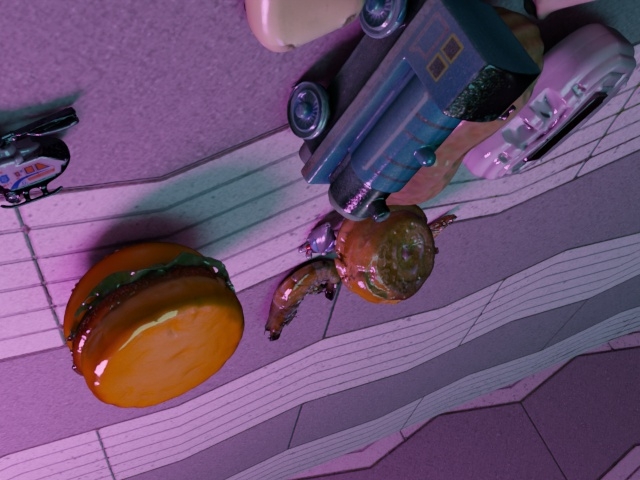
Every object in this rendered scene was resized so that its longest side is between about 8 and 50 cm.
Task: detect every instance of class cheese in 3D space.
[{"bbox_3d":[-0.020,-0.280,0.666,0.127,0.054,0.251,-27,153,-9],"label":"cheese"}]

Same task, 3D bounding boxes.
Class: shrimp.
[{"bbox_3d":[-0.029,0.109,1.364,0.150,0.051,0.217,-15,148,-38],"label":"shrimp"},{"bbox_3d":[0.187,-0.017,1.361,0.127,0.025,0.091,-32,152,16],"label":"shrimp"}]

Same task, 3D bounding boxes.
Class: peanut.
[{"bbox_3d":[0.155,-0.158,0.956,0.153,0.140,0.325,-32,165,-41],"label":"peanut"}]

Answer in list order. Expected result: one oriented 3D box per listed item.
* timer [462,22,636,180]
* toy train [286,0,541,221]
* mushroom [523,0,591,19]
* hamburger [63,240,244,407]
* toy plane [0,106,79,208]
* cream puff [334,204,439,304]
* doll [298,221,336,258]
[{"bbox_3d":[0.323,-0.186,1.063,0.262,0.087,0.237,-46,166,31],"label":"timer"},{"bbox_3d":[0.083,-0.153,0.831,0.120,0.194,0.298,-4,146,-41],"label":"toy train"},{"bbox_3d":[0.385,-0.309,0.787,0.336,0.314,0.314,-10,156,12],"label":"mushroom"},{"bbox_3d":[-0.230,0.099,1.019,0.246,0.170,0.246,-27,145,-20],"label":"hamburger"},{"bbox_3d":[-0.333,-0.071,0.756,0.197,0.053,0.078,-21,145,-16],"label":"toy plane"},{"bbox_3d":[0.100,0.012,1.208,0.189,0.129,0.189,-14,112,-38],"label":"cream puff"},{"bbox_3d":[0.000,0.001,1.205,0.057,0.039,0.114,21,154,-1],"label":"doll"}]
